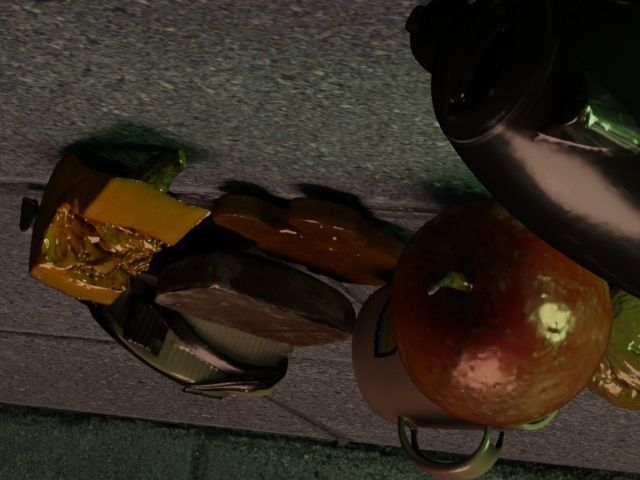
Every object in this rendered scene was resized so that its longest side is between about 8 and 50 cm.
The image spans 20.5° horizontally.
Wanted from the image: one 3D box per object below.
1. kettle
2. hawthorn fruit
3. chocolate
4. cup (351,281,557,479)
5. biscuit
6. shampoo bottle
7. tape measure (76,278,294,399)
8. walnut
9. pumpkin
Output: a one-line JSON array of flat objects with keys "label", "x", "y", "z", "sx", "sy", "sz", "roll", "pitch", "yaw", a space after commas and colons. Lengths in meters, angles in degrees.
[{"label": "kettle", "x": 0.194, "y": -0.090, "z": 1.293, "sx": 0.290, "sy": 0.207, "sz": 0.268, "roll": 23, "pitch": -171, "yaw": -27}, {"label": "hawthorn fruit", "x": 0.186, "y": 0.058, "z": 1.830, "sx": 0.231, "sy": 0.235, "sz": 0.263, "roll": -7, "pitch": 131, "yaw": -9}, {"label": "chocolate", "x": -0.075, "y": 0.059, "z": 2.144, "sx": 0.254, "sy": 0.080, "sz": 0.157, "roll": 20, "pitch": 162, "yaw": -35}, {"label": "cup", "x": 0.153, "y": 0.157, "z": 2.054, "sx": 0.200, "sy": 0.253, "sz": 0.191, "roll": -7, "pitch": 151, "yaw": 36}, {"label": "biscuit", "x": 0.001, "y": -0.003, "z": 2.046, "sx": 0.186, "sy": 0.044, "sz": 0.295, "roll": 7, "pitch": 167, "yaw": 23}, {"label": "shampoo bottle", "x": -0.227, "y": 0.013, "z": 2.179, "sx": 0.309, "sy": 0.071, "sz": 0.098, "roll": 16, "pitch": -172, "yaw": -33}, {"label": "tape measure", "x": -0.174, "y": 0.117, "z": 2.310, "sx": 0.271, "sy": 0.133, "sz": 0.231, "roll": 19, "pitch": -166, "yaw": -26}, {"label": "walnut", "x": 0.376, "y": 0.124, "z": 2.107, "sx": 0.184, "sy": 0.155, "sz": 0.155, "roll": 21, "pitch": 162, "yaw": -42}, {"label": "pumpkin", "x": -0.219, "y": -0.041, "z": 1.906, "sx": 0.131, "sy": 0.126, "sz": 0.248, "roll": 25, "pitch": 142, "yaw": -27}]
